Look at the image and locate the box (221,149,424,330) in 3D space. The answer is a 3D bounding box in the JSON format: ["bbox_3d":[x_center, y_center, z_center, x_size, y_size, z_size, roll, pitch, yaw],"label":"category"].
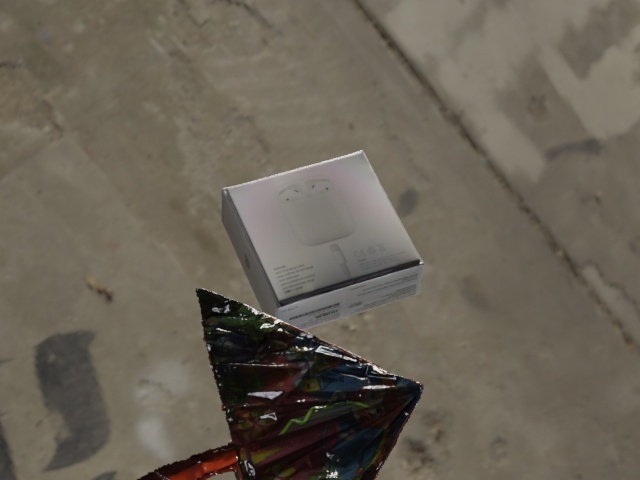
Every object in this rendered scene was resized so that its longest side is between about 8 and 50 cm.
[{"bbox_3d":[0.000,0.000,1.172,0.130,0.051,0.129,-16,55,-16],"label":"box"}]

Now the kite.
[{"bbox_3d":[-0.023,0.126,0.862,0.189,0.009,0.232,-18,68,-1],"label":"kite"}]
